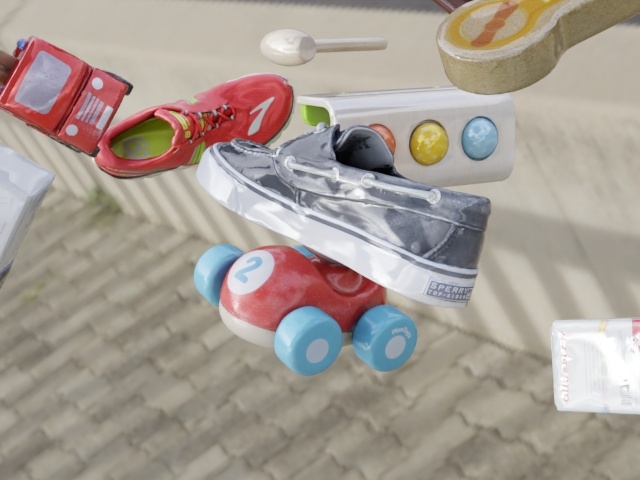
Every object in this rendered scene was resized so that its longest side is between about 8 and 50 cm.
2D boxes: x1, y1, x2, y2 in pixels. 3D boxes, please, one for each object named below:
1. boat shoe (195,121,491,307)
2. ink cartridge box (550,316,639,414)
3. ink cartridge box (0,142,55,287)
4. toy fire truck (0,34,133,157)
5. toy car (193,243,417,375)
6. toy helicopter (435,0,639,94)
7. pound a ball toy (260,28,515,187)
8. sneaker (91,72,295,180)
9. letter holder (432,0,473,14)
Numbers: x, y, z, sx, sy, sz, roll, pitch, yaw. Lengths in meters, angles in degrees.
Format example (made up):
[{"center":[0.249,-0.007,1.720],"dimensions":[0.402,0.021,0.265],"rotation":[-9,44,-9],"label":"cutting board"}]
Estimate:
[{"center":[0.015,-0.045,1.136],"dimensions":[0.301,0.108,0.102],"rotation":[28,105,47],"label":"boat shoe"},{"center":[0.405,0.167,1.949],"dimensions":[0.072,0.127,0.175],"rotation":[-2,-2,-42],"label":"ink cartridge box"},{"center":[-0.388,-0.061,1.118],"dimensions":[0.165,0.333,0.065],"rotation":[-58,3,24],"label":"ink cartridge box"},{"center":[-0.188,-0.102,0.828],"dimensions":[0.047,0.135,0.192],"rotation":[-62,17,-2],"label":"toy fire truck"},{"center":[0.000,0.000,1.640],"dimensions":[0.210,0.238,0.219],"rotation":[1,21,-37],"label":"toy car"},{"center":[0.228,-0.206,1.004],"dimensions":[0.355,0.140,0.235],"rotation":[-28,40,-13],"label":"toy helicopter"},{"center":[0.092,-0.164,1.815],"dimensions":[0.319,0.208,0.136],"rotation":[-6,12,-30],"label":"pound a ball toy"},{"center":[-0.163,-0.142,1.866],"dimensions":[0.279,0.107,0.118],"rotation":[-21,-2,1],"label":"sneaker"},{"center":[0.133,-0.404,1.546],"dimensions":[0.214,0.302,0.152],"rotation":[-47,0,-41],"label":"letter holder"}]
